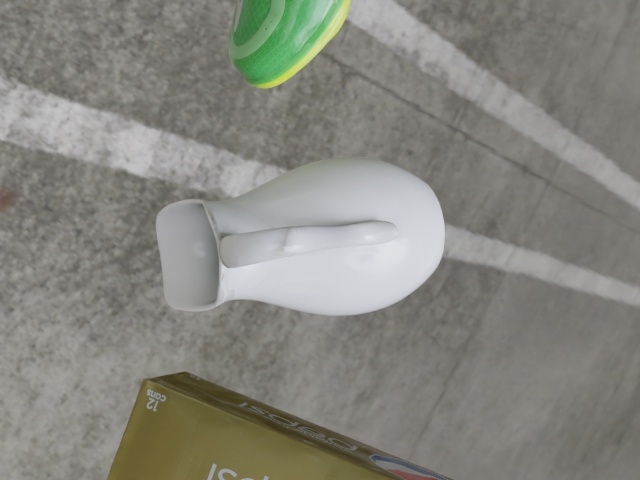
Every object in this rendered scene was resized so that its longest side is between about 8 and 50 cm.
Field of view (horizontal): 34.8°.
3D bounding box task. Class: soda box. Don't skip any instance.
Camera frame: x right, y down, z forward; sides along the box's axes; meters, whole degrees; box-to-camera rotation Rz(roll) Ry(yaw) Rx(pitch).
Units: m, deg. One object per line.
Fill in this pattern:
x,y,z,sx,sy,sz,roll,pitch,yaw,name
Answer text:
0.003,0.115,0.434,0.061,0.181,0.058,25,84,-79,soda box

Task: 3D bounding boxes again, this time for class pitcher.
0.000,0.000,0.773,0.207,0.178,0.125,-7,93,-26,pitcher

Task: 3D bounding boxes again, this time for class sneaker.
-0.026,-0.259,0.741,0.124,0.109,0.295,5,110,-35,sneaker
